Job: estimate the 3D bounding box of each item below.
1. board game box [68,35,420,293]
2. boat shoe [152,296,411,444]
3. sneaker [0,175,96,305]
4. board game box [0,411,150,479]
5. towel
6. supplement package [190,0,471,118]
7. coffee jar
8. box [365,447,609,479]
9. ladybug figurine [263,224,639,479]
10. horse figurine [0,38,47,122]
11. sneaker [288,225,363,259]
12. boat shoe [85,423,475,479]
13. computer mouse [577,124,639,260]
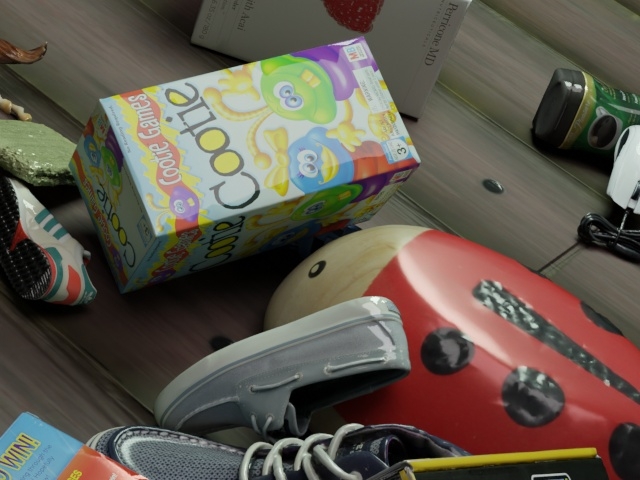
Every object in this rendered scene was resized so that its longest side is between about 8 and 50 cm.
[{"bbox_3d":[-0.072,-0.072,1.477,0.275,0.142,0.144,-17,75,-26],"label":"board game box"},{"bbox_3d":[-0.032,0.124,1.301,0.079,0.227,0.081,48,21,-59],"label":"boat shoe"},{"bbox_3d":[-0.256,0.006,1.445,0.075,0.057,0.161,22,22,-43],"label":"sneaker"},{"bbox_3d":[-0.156,0.298,1.074,0.302,0.086,0.308,27,35,7],"label":"board game box"},{"bbox_3d":[-0.276,-0.084,1.529,0.110,0.027,0.148,31,14,19],"label":"towel"},{"bbox_3d":[0.017,-0.300,1.882,0.292,0.178,0.175,17,35,-7],"label":"supplement package"},{"bbox_3d":[0.358,-0.144,1.940,0.184,0.096,0.079,18,26,-9],"label":"coffee jar"},{"bbox_3d":[0.155,0.304,1.050,0.257,0.079,0.322,9,57,-53],"label":"box"},{"bbox_3d":[0.159,0.131,1.406,0.449,0.162,0.305,33,36,13],"label":"ladybug figurine"},{"bbox_3d":[-0.395,-0.158,1.562,0.174,0.066,0.263,40,40,13],"label":"horse figurine"},{"bbox_3d":[0.000,0.000,1.590,0.059,0.053,0.144,-23,51,-39],"label":"sneaker"},{"bbox_3d":[-0.015,0.189,1.234,0.340,0.158,0.127,20,35,-5],"label":"boat shoe"},{"bbox_3d":[0.368,-0.067,1.836,0.106,0.042,0.193,21,58,-2],"label":"computer mouse"}]
